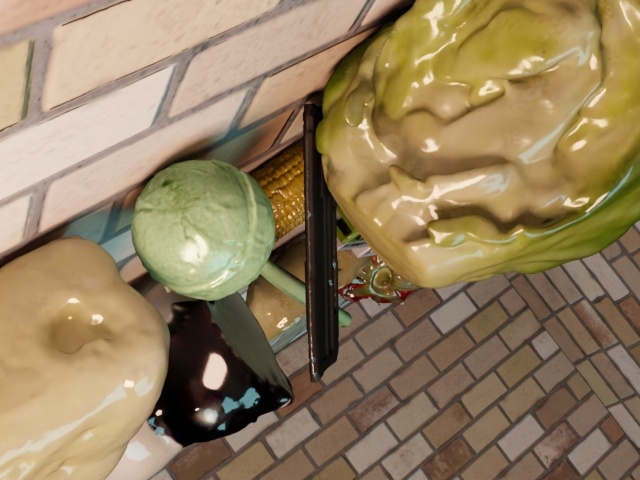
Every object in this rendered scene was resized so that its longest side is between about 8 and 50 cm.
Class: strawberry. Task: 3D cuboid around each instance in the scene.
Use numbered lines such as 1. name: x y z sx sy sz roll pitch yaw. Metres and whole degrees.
1. strawberry: 0.100 0.017 1.715 0.187 0.184 0.201 -44 -161 21

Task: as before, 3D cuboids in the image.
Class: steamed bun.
1. steamed bun: -0.049 0.065 1.503 0.231 0.110 0.212 -36 -177 23

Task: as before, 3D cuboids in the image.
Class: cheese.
1. cheese: -0.269 0.144 0.786 0.251 0.173 0.248 -32 162 -35

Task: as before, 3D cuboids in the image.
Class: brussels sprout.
1. brussels sprout: 0.188 -0.112 0.895 0.371 0.276 0.315 -37 169 3

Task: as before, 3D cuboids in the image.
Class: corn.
1. corn: -0.070 -0.026 1.014 0.238 0.080 0.080 -39 172 -6

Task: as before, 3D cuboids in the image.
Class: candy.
1. candy: -0.042 0.033 0.963 0.119 0.119 0.440 -37 154 7

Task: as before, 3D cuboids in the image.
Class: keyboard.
1. keyboard: -0.001 0.000 0.941 0.016 0.262 0.106 1 -173 14

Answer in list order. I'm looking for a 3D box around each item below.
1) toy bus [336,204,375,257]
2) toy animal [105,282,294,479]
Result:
1. toy bus: 0.067 -0.048 1.377 0.139 0.113 0.302 -39 169 17
2. toy animal: -0.193 0.152 1.103 0.267 0.212 0.212 -26 173 5
